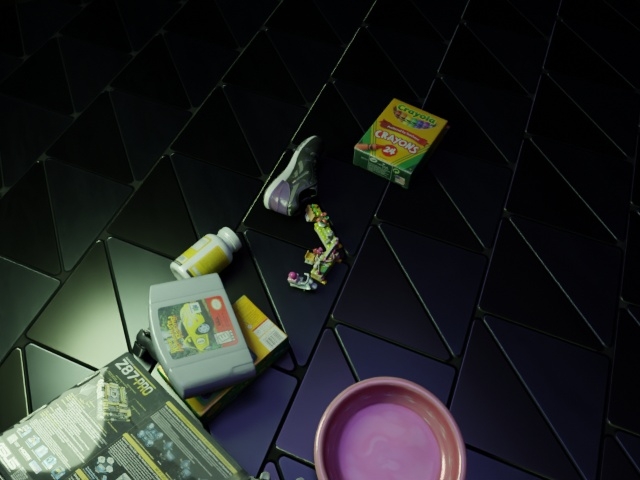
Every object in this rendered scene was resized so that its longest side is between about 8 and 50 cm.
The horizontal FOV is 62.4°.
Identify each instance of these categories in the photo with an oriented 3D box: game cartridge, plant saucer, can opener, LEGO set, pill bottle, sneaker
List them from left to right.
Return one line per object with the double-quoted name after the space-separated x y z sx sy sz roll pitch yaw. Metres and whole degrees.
-0.400 0.260 1.278 0.059 0.186 0.073 12 88 -39 "can opener"
-0.290 0.212 1.228 0.196 0.060 0.294 -13 55 -25 "game cartridge"
-0.305 0.048 1.432 0.103 0.103 0.184 38 64 21 "pill bottle"
-0.041 -0.185 1.586 0.124 0.107 0.283 24 69 23 "sneaker"
0.000 0.000 1.465 0.132 0.107 0.287 9 57 5 "LEGO set"
0.151 0.475 1.172 0.332 0.084 0.332 0 57 0 "plant saucer"

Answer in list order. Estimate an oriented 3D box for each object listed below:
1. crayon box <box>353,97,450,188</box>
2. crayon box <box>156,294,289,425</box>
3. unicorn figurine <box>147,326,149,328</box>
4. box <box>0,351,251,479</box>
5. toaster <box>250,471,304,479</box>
0.270 -0.334 1.704 0.202 0.081 0.318 27 60 16 "crayon box"
-0.232 0.286 1.290 0.165 0.081 0.278 40 65 22 "crayon box"
-0.356 0.193 1.361 0.162 0.060 0.111 17 58 11 "unicorn figurine"
-0.382 0.441 1.009 0.395 0.097 0.318 36 49 21 "box"
-0.095 0.583 1.082 0.168 0.110 0.185 8 57 5 "toaster"
